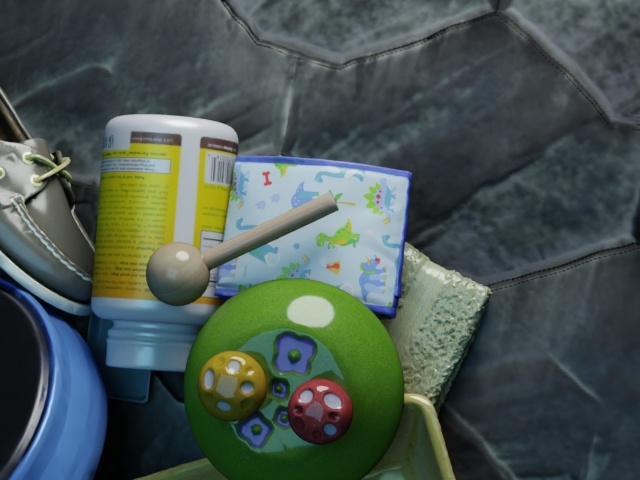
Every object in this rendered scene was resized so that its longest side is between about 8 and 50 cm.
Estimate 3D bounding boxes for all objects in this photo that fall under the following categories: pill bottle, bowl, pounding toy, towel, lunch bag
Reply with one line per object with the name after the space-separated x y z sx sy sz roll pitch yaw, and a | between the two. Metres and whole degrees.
-0.135 0.004 1.612 0.117 0.117 0.215 3 86 19 | pill bottle
-0.373 0.181 1.594 0.391 0.077 0.391 -14 43 14 | bowl
-0.039 0.096 1.485 0.183 0.110 0.237 -19 87 9 | pounding toy
0.072 0.085 1.596 0.110 0.027 0.148 29 94 18 | towel
0.000 0.000 1.586 0.151 0.096 0.128 2 77 21 | lunch bag

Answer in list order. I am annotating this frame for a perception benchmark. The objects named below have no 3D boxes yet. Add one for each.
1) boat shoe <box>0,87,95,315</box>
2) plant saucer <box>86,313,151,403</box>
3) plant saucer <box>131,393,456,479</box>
-0.283 -0.063 1.687 0.091 0.109 0.305 -46 69 14 | boat shoe
-0.171 0.048 1.687 0.067 0.018 0.192 6 86 19 | plant saucer
-0.006 0.330 1.571 0.333 0.081 0.333 -19 79 17 | plant saucer
